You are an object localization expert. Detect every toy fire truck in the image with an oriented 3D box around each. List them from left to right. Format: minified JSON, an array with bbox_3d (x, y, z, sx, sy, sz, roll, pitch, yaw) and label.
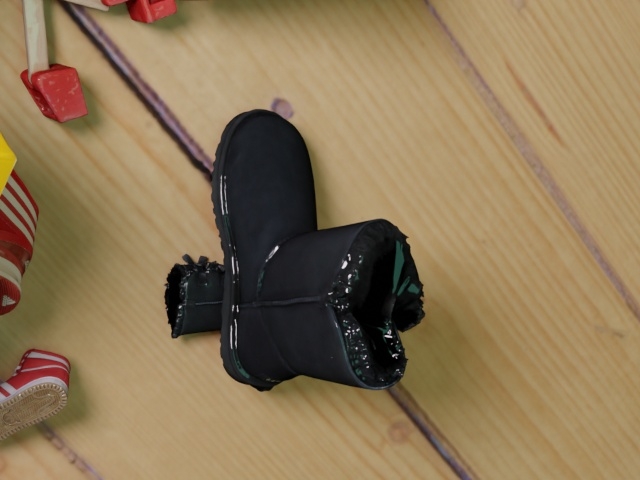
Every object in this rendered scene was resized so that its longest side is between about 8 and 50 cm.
[{"bbox_3d":[-0.188,-0.204,1.170,0.135,0.047,0.192,-24,111,-21],"label":"toy fire truck"}]

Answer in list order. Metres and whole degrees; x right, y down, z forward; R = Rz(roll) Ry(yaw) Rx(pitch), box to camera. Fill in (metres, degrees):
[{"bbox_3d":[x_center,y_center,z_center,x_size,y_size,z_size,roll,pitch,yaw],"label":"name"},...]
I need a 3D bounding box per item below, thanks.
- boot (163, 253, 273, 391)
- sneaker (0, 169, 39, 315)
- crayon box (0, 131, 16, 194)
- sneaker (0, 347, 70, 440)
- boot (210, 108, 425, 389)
[{"bbox_3d":[-0.085,0.073,1.288,0.099,0.045,0.121,1,94,-31],"label":"boot"},{"bbox_3d":[-0.323,-0.027,1.134,0.221,0.087,0.128,21,49,-11],"label":"sneaker"},{"bbox_3d":[-0.411,0.044,0.950,0.313,0.106,0.363,4,130,-40],"label":"crayon box"},{"bbox_3d":[-0.258,0.129,1.216,0.118,0.067,0.042,-19,115,8],"label":"sneaker"},{"bbox_3d":[0.000,0.000,1.198,0.094,0.207,0.246,7,79,-34],"label":"boot"}]
